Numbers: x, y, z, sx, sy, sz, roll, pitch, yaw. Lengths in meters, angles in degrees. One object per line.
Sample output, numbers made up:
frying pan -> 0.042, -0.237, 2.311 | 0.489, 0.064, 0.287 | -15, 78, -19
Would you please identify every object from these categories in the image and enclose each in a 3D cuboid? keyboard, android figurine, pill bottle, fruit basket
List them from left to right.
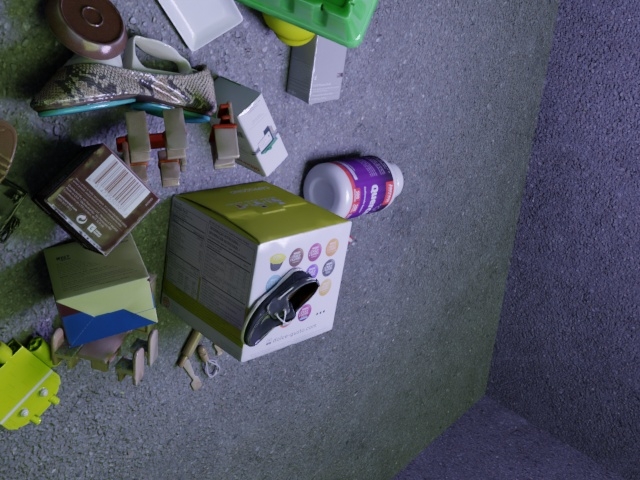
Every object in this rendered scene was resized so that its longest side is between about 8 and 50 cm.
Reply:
keyboard -> -0.681, -0.039, 1.564 | 0.180, 0.023, 0.108 | -57, 138, -5
android figurine -> -0.713, 0.341, 1.753 | 0.248, 0.056, 0.273 | -47, 141, -19
fruit basket -> -0.040, -0.606, 1.763 | 0.392, 0.392, 0.283 | 10, 106, -53
pill bottle -> 0.112, -0.165, 2.328 | 0.323, 0.181, 0.181 | -16, 125, -45

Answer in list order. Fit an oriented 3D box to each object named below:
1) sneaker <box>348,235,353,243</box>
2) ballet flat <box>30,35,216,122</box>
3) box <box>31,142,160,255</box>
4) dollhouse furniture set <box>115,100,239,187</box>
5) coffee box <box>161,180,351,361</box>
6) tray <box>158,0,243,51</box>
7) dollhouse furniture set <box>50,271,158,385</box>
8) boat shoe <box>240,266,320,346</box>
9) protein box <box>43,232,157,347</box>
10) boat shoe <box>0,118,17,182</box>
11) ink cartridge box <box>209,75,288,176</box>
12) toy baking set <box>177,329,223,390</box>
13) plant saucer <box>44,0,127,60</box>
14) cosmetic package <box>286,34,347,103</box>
sneaker -> 0.000, 0.000, 2.405 | 0.221, 0.087, 0.128 | 24, 102, -43
ballet flat -> -0.410, -0.347, 1.608 | 0.483, 0.164, 0.182 | -10, 99, -54
box -> -0.475, -0.087, 1.585 | 0.168, 0.203, 0.167 | 47, 72, -22
dollhouse furniture set -> -0.317, -0.222, 1.660 | 0.259, 0.262, 0.135 | -7, 79, -16
coffee box -> -0.173, 0.062, 1.990 | 0.337, 0.338, 0.334 | -14, 123, -45
tray -> -0.289, -0.556, 1.664 | 0.145, 0.030, 0.270 | -31, 141, 1
dollhouse furniture set -> -0.489, 0.194, 1.798 | 0.242, 0.212, 0.161 | -63, 163, -59
boat shoe -> -0.098, 0.165, 1.799 | 0.233, 0.079, 0.084 | -46, 142, -16
protein box -> -0.494, 0.102, 1.689 | 0.200, 0.201, 0.136 | -15, 128, -19
boat shoe -> -0.689, -0.111, 1.464 | 0.104, 0.089, 0.285 | 32, 84, -28
ink cartridge box -> -0.192, -0.283, 1.888 | 0.092, 0.160, 0.219 | -48, 143, -19
toy baking set -> -0.336, 0.331, 2.236 | 0.256, 0.030, 0.197 | -60, 145, -2
plant saucer -> -0.452, -0.433, 1.478 | 0.168, 0.029, 0.168 | 21, 55, -34
cosmetic package -> -0.005, -0.501, 2.025 | 0.127, 0.107, 0.238 | -19, 130, -40
